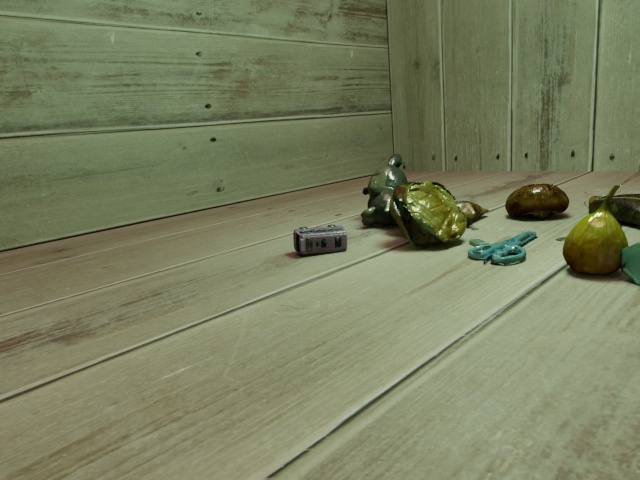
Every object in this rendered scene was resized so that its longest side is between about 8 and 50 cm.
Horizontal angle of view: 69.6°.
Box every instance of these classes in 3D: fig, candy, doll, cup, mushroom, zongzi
[{"bbox_3d":[0.772,-0.031,1.265,0.159,0.257,0.159,10,18,-3],"label":"fig"},{"bbox_3d":[0.645,-0.128,2.036,0.143,0.101,0.271,10,14,31],"label":"candy"},{"bbox_3d":[0.382,-0.200,2.155,0.378,0.252,0.382,17,54,7],"label":"doll"},{"bbox_3d":[0.906,0.034,1.192,0.235,0.134,0.148,-10,11,-13],"label":"cup"},{"bbox_3d":[0.939,-0.170,2.002,0.253,0.153,0.253,-3,3,0],"label":"mushroom"},{"bbox_3d":[1.129,-0.103,1.744,0.247,0.111,0.241,0,20,41],"label":"zongzi"}]

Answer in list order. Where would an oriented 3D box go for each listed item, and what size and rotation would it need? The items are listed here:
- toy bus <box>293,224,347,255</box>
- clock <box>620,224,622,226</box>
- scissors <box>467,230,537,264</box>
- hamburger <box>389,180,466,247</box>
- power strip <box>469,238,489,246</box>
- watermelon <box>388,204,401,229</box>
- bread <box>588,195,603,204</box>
[{"bbox_3d":[0.000,0.000,1.753,0.199,0.096,0.108,-5,18,-11],"label":"toy bus"},{"bbox_3d":[1.067,-0.048,1.706,0.085,0.017,0.085,-5,14,1],"label":"clock"},{"bbox_3d":[0.651,0.015,1.571,0.393,0.032,0.180,-17,19,-42],"label":"scissors"},{"bbox_3d":[0.396,-0.102,1.726,0.265,0.285,0.134,-14,-18,-36],"label":"hamburger"},{"bbox_3d":[0.570,0.010,1.654,0.040,0.016,0.090,-7,13,-8],"label":"power strip"},{"bbox_3d":[0.386,-0.145,1.889,0.204,0.127,0.232,34,57,27],"label":"watermelon"},{"bbox_3d":[1.210,-0.148,1.948,0.114,0.077,0.189,16,14,1],"label":"bread"}]
